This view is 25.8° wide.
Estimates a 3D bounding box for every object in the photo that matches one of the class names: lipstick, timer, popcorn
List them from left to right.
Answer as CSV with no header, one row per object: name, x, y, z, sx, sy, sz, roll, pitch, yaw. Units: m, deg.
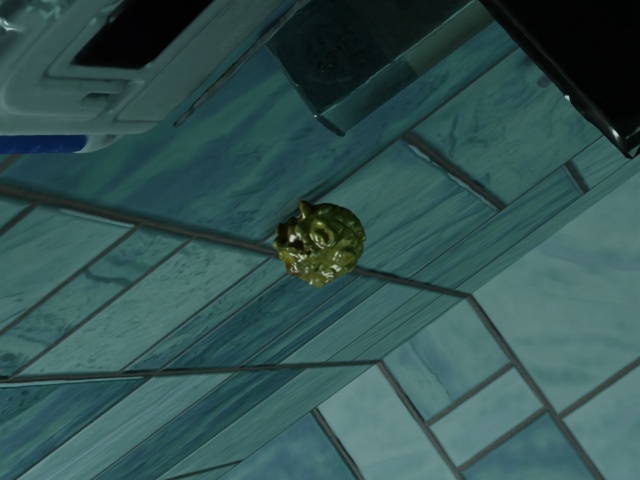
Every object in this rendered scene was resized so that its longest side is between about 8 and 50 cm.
timer,-0.067,-0.122,0.557,0.253,0.078,0.178,-40,166,26
popcorn,0.000,0.000,1.222,0.082,0.083,0.057,-6,-141,32
lipstick,0.113,-0.185,0.825,0.317,0.066,0.068,-37,167,8

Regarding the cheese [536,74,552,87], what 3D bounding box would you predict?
cheese,0.270,-0.200,1.253,0.191,0.042,0.105,-38,169,12

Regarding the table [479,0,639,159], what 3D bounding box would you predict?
table,0.124,-0.208,0.321,0.282,0.196,0.250,-35,152,-2
